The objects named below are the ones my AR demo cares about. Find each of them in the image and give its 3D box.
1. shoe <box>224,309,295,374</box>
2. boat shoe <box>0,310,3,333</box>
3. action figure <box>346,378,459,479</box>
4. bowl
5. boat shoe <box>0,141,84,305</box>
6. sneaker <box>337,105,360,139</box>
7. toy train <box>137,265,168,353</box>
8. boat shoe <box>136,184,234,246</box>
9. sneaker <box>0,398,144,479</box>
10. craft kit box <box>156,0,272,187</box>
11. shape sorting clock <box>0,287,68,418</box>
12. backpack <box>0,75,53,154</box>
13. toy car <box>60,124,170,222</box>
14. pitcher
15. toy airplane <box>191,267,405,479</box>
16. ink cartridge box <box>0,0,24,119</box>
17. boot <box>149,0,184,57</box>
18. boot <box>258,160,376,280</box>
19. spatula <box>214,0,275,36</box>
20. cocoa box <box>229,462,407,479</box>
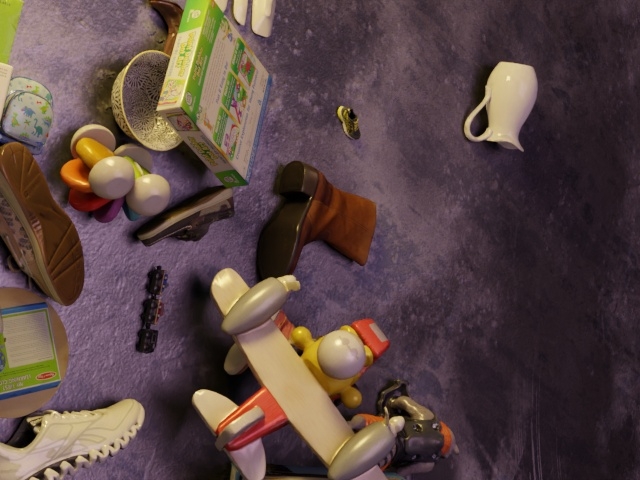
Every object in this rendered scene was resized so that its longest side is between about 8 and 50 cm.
[{"bbox_3d":[-0.114,0.207,1.946,0.081,0.063,0.178,52,53,-28],"label":"shoe"},{"bbox_3d":[-0.567,0.021,1.463,0.102,0.108,0.301,-24,114,-6],"label":"boat shoe"},{"bbox_3d":[0.167,0.488,2.166,0.330,0.178,0.342,-8,94,-35],"label":"action figure"},{"bbox_3d":[-0.305,-0.236,1.721,0.170,0.080,0.170,3,86,-52],"label":"bowl"},{"bbox_3d":[-0.462,-0.022,1.584,0.105,0.089,0.285,-59,137,-56],"label":"boat shoe"},{"bbox_3d":[0.067,-0.250,2.131,0.031,0.035,0.083,-52,125,-29],"label":"sneaker"},{"bbox_3d":[-0.297,0.124,1.786,0.036,0.027,0.158,16,80,-48],"label":"toy train"},{"bbox_3d":[-0.233,-0.033,1.808,0.223,0.080,0.073,-35,110,-44],"label":"boat shoe"},{"bbox_3d":[-0.414,0.321,1.628,0.292,0.110,0.118,-27,101,-42],"label":"sneaker"},{"bbox_3d":[-0.183,-0.264,1.790,0.247,0.060,0.250,54,39,-52],"label":"craft kit box"},{"bbox_3d":[-0.492,0.178,1.581,0.206,0.040,0.206,15,69,-43],"label":"shape sorting clock"},{"bbox_3d":[-0.469,-0.198,1.562,0.105,0.084,0.114,22,73,-46],"label":"backpack"},{"bbox_3d":[-0.349,-0.093,1.662,0.182,0.159,0.136,27,107,-43],"label":"toy car"},{"bbox_3d":[0.443,-0.335,2.460,0.177,0.125,0.207,6,98,-30],"label":"pitcher"},{"bbox_3d":[-0.030,0.250,1.774,0.386,0.272,0.385,22,48,-22],"label":"toy airplane"},{"bbox_3d":[-0.542,-0.267,1.439,0.188,0.097,0.255,14,81,-23],"label":"ink cartridge box"},{"bbox_3d":[-0.274,-0.367,1.789,0.106,0.037,0.114,16,84,-42],"label":"boot"},{"bbox_3d":[0.000,0.000,2.062,0.280,0.096,0.264,29,64,-50],"label":"boot"},{"bbox_3d":[-0.141,-0.530,1.929,0.168,0.019,0.242,12,82,-39],"label":"spatula"},{"bbox_3d":[0.002,0.551,1.864,0.346,0.228,0.232,7,86,-12],"label":"cocoa box"}]
